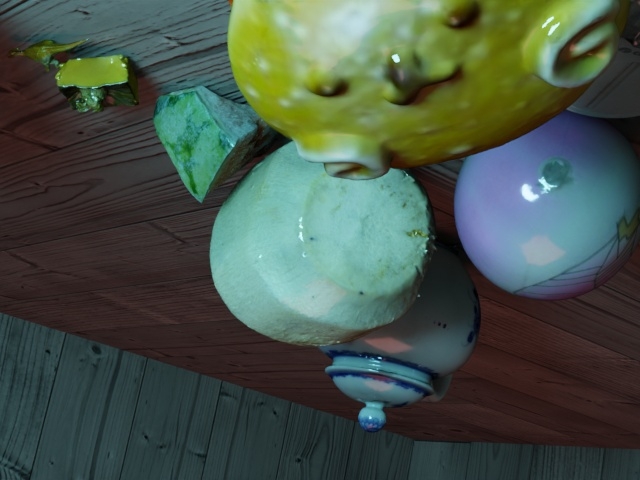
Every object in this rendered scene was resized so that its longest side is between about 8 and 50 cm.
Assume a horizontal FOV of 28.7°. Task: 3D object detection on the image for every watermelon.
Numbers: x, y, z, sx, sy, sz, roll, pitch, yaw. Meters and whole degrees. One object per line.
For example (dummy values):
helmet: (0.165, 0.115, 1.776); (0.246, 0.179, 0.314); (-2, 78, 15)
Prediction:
watermelon: (-0.098, -0.107, 1.401); (0.158, 0.121, 0.098); (17, 143, -33)

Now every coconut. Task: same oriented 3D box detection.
coconut: (0.000, 0.000, 1.448); (0.245, 0.245, 0.247); (18, 163, -23)

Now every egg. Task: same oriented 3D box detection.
egg: (0.230, -0.029, 1.264); (0.196, 0.196, 0.271); (9, 156, 9)

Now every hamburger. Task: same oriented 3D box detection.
hamburger: (0.053, -0.169, 0.777); (0.261, 0.186, 0.303); (-16, 143, 17)

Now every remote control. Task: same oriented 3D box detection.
remote control: (0.263, -0.161, 1.039); (0.104, 0.052, 0.247); (12, 164, -7)

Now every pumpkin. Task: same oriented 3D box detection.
pumpkin: (-0.241, -0.166, 1.352); (0.083, 0.054, 0.074); (-2, 168, 4)

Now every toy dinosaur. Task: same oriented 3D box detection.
toy dinosaur: (-0.285, -0.201, 1.336); (0.113, 0.026, 0.041); (-1, 165, 26)

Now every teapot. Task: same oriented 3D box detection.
teapot: (0.099, 0.138, 1.797); (0.252, 0.280, 0.424); (4, 164, 29)
